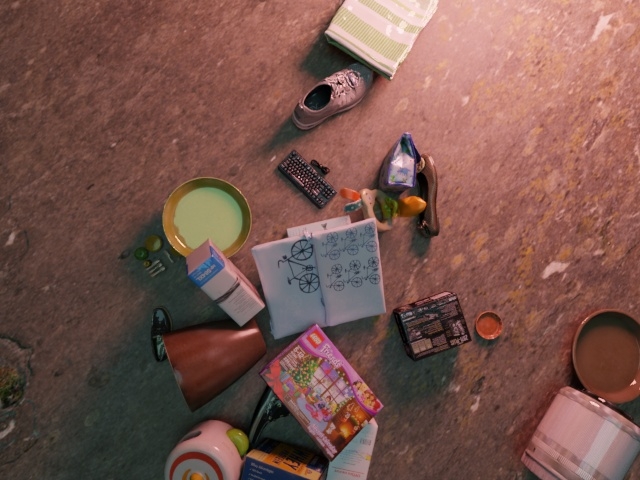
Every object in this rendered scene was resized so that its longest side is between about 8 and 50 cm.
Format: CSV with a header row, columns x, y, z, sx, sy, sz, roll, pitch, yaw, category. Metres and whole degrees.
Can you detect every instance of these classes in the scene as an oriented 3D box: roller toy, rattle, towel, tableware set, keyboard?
x,y,z,sx,sy,sz,roll,pitch,yaw,category
-0.301,0.595,1.083,0.191,0.146,0.209,12,95,7,roller toy
0.169,-0.101,1.131,0.199,0.142,0.130,32,75,-39,rattle
0.181,-0.652,1.209,0.247,0.038,0.325,30,74,-2,towel
-0.446,0.024,1.171,0.154,0.024,0.104,-38,89,-5,tableware set
-0.028,-0.191,1.213,0.180,0.023,0.108,44,85,-3,keyboard

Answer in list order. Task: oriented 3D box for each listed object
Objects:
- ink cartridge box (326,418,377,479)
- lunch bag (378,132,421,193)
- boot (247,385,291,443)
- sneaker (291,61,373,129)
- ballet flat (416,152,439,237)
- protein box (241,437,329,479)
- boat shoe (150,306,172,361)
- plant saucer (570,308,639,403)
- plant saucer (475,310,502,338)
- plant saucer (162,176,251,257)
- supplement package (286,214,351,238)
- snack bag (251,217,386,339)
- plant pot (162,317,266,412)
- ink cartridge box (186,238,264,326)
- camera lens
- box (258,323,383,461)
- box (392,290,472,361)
x,y,z,sx,sy,sz,roll,pitch,yaw,category
0.082,0.601,1.168,0.115,0.067,0.198,15,85,-4,ink cartridge box
0.225,-0.218,1.180,0.096,0.129,0.151,5,86,-6,lunch bag
-0.087,0.483,1.152,0.178,0.085,0.236,26,87,-6,boot
0.046,-0.422,1.179,0.281,0.115,0.105,-40,92,-7,sneaker
0.307,-0.131,1.212,0.058,0.084,0.250,-6,94,-6,ballet flat
-0.102,0.673,1.087,0.199,0.136,0.201,10,87,17,protein box
-0.444,0.262,1.148,0.056,0.049,0.152,-9,88,-4,boat shoe
0.874,0.346,1.243,0.277,0.041,0.278,1,82,-8,plant saucer
0.507,0.255,1.242,0.083,0.013,0.084,0,87,-4,plant saucer
-0.317,-0.057,1.163,0.240,0.037,0.241,1,85,-14,plant saucer
0.000,0.000,1.165,0.179,0.105,0.105,-13,88,-5,supplement package
0.002,0.113,1.123,0.342,0.037,0.323,-12,118,-5,snack bag
-0.270,0.302,1.100,0.230,0.215,0.215,-21,90,-20,plant pot
-0.253,0.110,1.088,0.086,0.148,0.203,-40,114,-4,ink cartridge box
0.726,0.569,1.144,0.219,0.219,0.274,34,85,-3,camera lens
0.002,0.403,1.110,0.201,0.057,0.293,-40,90,-19,box
0.322,0.246,1.195,0.180,0.077,0.147,-19,89,-5,box
